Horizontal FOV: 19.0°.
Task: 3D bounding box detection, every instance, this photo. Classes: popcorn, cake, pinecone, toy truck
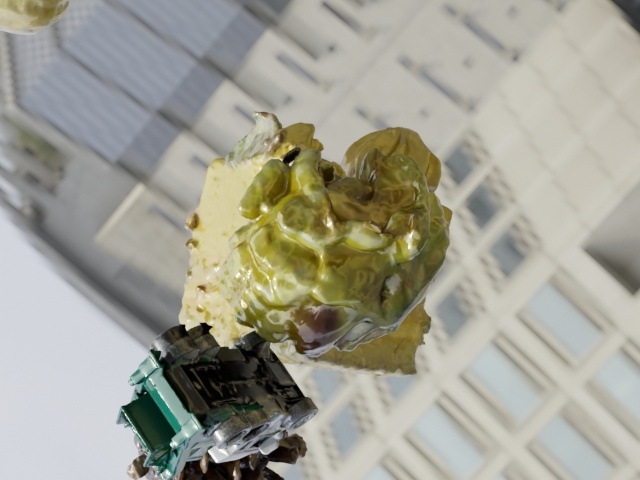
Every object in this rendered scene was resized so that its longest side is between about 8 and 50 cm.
[{"bbox_3d":[0.013,0.005,1.727,0.218,0.189,0.169,-25,-122,-28],"label":"popcorn"},{"bbox_3d":[0.000,0.000,2.144,0.227,0.286,0.222,11,175,-41],"label":"cake"},{"bbox_3d":[-0.120,0.247,2.268,0.212,0.168,0.185,7,-123,-42],"label":"pinecone"},{"bbox_3d":[-0.103,0.150,1.705,0.110,0.116,0.216,54,-161,16],"label":"toy truck"}]

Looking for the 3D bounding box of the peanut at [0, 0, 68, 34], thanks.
[{"bbox_3d":[-0.413,-0.335,2.143,0.305,0.147,0.147,25,-166,10],"label":"peanut"}]
